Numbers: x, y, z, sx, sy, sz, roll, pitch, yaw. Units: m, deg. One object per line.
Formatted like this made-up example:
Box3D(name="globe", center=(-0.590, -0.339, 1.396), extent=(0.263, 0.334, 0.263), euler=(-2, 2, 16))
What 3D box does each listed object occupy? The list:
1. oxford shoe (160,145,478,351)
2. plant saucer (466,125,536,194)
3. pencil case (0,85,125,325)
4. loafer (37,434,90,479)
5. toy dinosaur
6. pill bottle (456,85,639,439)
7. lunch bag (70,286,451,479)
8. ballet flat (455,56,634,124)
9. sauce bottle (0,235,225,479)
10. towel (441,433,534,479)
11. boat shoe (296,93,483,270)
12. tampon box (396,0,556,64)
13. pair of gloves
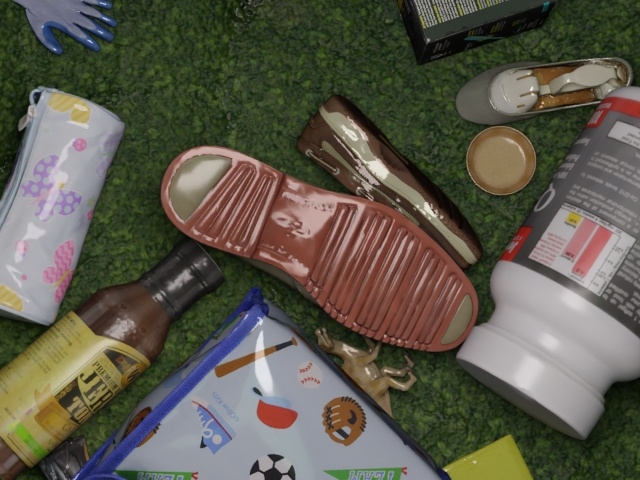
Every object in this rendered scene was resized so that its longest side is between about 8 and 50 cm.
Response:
Box3D(name="oxford shoe", center=(0.000, 0.000, 1.812), extent=(0.397, 0.146, 0.140), euler=(31, 89, -11))
Box3D(name="plant saucer", center=(0.215, -0.094, 1.886), extent=(0.083, 0.015, 0.083), euler=(0, 82, -1))
Box3D(name="pencil case", center=(-0.318, -0.038, 1.814), extent=(0.113, 0.124, 0.273), euler=(16, 85, 27))
Box3D(name="loafer", center=(-0.256, 0.301, 1.808), extent=(0.061, 0.062, 0.170), euler=(-34, 86, -8))
Box3D(name="toy dinosaur", center=(0.066, 0.166, 1.844), extent=(0.092, 0.053, 0.183), euler=(-32, 89, 13))
Box3D(name="pill bottle", center=(0.320, 0.027, 1.775), extent=(0.210, 0.210, 0.363), euler=(34, 83, 3))
Box3D(name="lunch bag", center=(-0.090, 0.301, 1.706), extent=(0.385, 0.239, 0.328), euler=(-44, 93, 1))
Box3D(name="ballet flat", center=(0.266, -0.184, 1.872), extent=(0.213, 0.068, 0.072), euler=(-8, 83, -2))
Box3D(name="sauce bottle", center=(-0.259, 0.128, 1.800), extent=(0.344, 0.111, 0.111), euler=(-41, 85, -9))
Box3D(name="towel", center=(0.230, 0.352, 1.832), extent=(0.102, 0.021, 0.237), euler=(-25, 83, -9))
Box3D(name="boat shoe", center=(0.076, -0.050, 1.851), extent=(0.095, 0.095, 0.257), euler=(-45, 84, 15))
Box3D(name="tampon box", center=(0.178, -0.288, 1.856), extent=(0.161, 0.120, 0.101), euler=(-18, 84, -3))
Box3D(name="pair of gloves", center=(-0.296, -0.323, 1.902), extent=(0.159, 0.023, 0.198), euler=(27, 83, 3))
